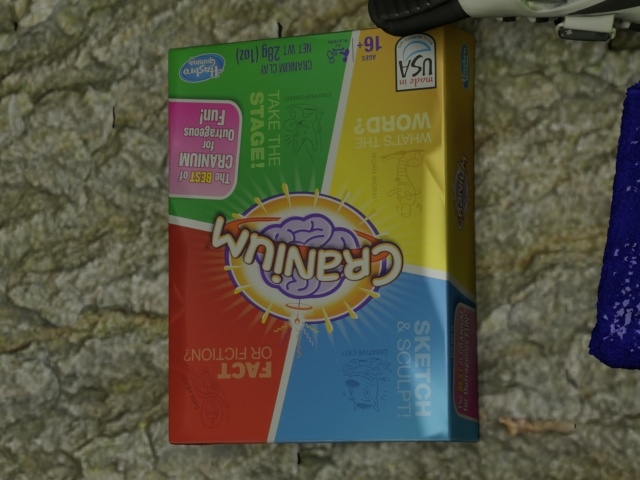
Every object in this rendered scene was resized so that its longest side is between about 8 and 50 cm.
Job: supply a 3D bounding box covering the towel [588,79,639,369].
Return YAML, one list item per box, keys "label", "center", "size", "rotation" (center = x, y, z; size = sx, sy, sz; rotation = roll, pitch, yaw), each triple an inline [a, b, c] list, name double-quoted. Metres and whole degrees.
- label: "towel"
  center: [0.340, -0.017, 1.336]
  size: [0.308, 0.076, 0.227]
  rotation: [0, 66, 26]

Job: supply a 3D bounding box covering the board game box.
- label: "board game box"
  center: [0.000, 0.000, 1.529]
  size: [0.242, 0.064, 0.316]
  rotation: [-4, 83, 25]

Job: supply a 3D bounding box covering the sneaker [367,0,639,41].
- label: "sneaker"
  center: [0.198, -0.190, 1.413]
  size: [0.331, 0.146, 0.122]
  rotation: [-19, 35, 21]
